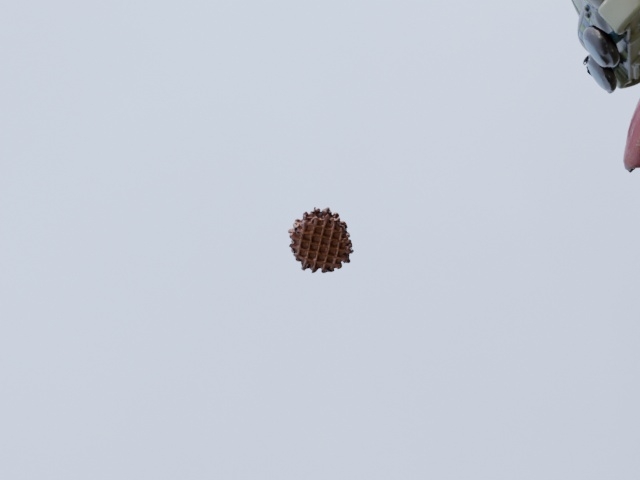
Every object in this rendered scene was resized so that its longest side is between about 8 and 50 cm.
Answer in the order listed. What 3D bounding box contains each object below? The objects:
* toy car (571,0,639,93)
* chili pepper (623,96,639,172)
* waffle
[{"bbox_3d":[0.395,-0.331,1.525,0.204,0.198,0.248,-35,-21,4],"label":"toy car"},{"bbox_3d":[0.320,-0.133,1.092,0.088,0.064,0.169,-71,1,-59],"label":"chili pepper"},{"bbox_3d":[0.000,0.000,1.439,0.083,0.075,0.029,61,-167,-19],"label":"waffle"}]
